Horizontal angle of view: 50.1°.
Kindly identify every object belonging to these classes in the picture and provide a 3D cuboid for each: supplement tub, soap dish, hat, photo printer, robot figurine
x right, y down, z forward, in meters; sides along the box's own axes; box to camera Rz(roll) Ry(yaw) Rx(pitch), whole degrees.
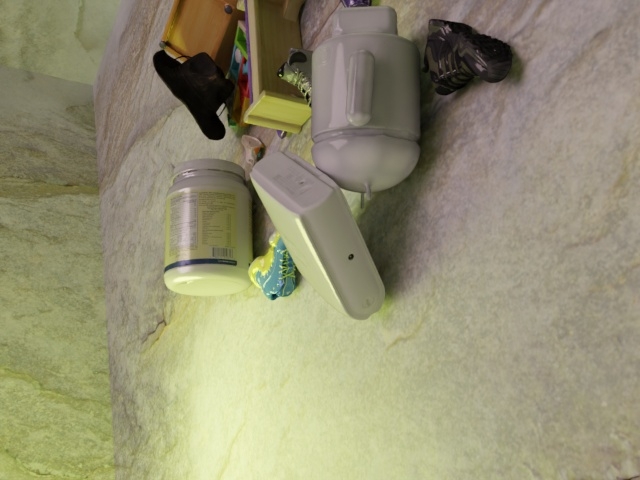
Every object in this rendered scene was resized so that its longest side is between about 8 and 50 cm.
[{"bbox_3d":[-0.297,-0.031,1.830,0.235,0.235,0.325,-28,60,54],"label":"supplement tub"},{"bbox_3d":[-0.349,-0.649,2.060,0.291,0.228,0.118,-59,-6,35],"label":"soap dish"},{"bbox_3d":[-0.325,-0.442,1.948,0.134,0.331,0.331,-33,48,10],"label":"hat"},{"bbox_3d":[0.000,0.000,1.308,0.256,0.107,0.308,41,162,53],"label":"photo printer"},{"bbox_3d":[0.083,-0.240,1.255,0.300,0.199,0.354,24,-114,-78],"label":"robot figurine"}]

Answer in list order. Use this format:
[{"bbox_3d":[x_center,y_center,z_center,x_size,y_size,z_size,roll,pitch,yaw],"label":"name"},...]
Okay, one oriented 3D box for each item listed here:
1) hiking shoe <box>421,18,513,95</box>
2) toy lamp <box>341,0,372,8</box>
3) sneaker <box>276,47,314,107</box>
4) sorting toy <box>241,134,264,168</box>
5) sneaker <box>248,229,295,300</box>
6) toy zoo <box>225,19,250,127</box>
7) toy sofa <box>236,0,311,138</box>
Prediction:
[{"bbox_3d":[0.240,-0.289,1.142,0.227,0.086,0.114,-117,33,-54],"label":"hiking shoe"},{"bbox_3d":[0.065,-0.603,1.494,0.080,0.080,0.275,-40,51,49],"label":"toy lamp"},{"bbox_3d":[-0.037,-0.343,1.556,0.086,0.132,0.229,-44,48,47],"label":"sneaker"},{"bbox_3d":[-0.188,-0.240,1.885,0.083,0.044,0.075,52,135,50],"label":"sorting toy"},{"bbox_3d":[-0.076,0.054,1.608,0.126,0.091,0.240,59,135,21],"label":"sneaker"},{"bbox_3d":[-0.225,-0.460,1.974,0.192,0.030,0.293,-122,40,-49],"label":"toy zoo"},{"bbox_3d":[-0.124,-0.446,1.709,0.177,0.150,0.363,-35,55,51],"label":"toy sofa"}]
